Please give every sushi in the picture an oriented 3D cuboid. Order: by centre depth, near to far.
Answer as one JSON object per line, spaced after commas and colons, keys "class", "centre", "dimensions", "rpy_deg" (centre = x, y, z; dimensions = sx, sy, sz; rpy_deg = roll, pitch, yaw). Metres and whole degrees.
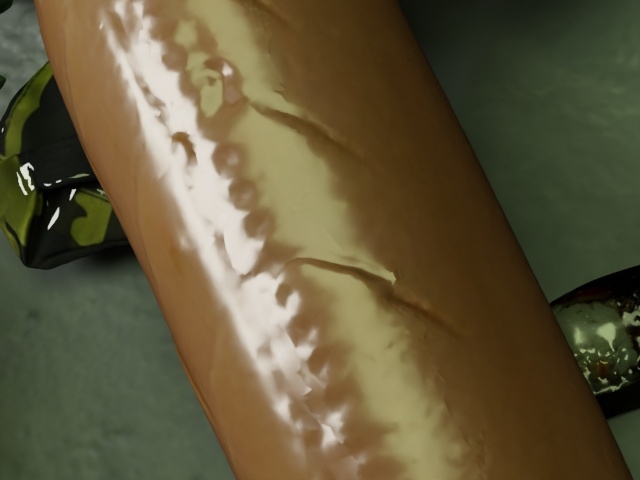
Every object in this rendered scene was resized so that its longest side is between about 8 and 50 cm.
{"class": "sushi", "centre": [0.109, 0.031, 0.623], "dimensions": [0.083, 0.044, 0.046], "rpy_deg": [-19, 64, 2]}

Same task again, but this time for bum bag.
{"class": "bum bag", "centre": [-0.057, -0.089, 0.707], "dimensions": [0.106, 0.060, 0.232], "rpy_deg": [22, 79, 26]}

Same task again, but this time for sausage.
{"class": "sausage", "centre": [-0.001, -0.001, 0.595], "dimensions": [0.121, 0.121, 0.304], "rpy_deg": [-26, 77, 1]}

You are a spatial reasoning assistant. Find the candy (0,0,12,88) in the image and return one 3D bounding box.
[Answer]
{"class": "candy", "centre": [-0.142, -0.064, 0.674], "dimensions": [0.091, 0.083, 0.305], "rpy_deg": [-39, 38, 40]}
